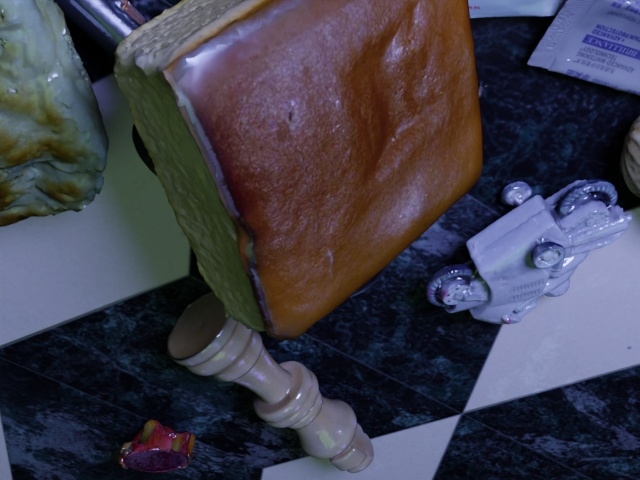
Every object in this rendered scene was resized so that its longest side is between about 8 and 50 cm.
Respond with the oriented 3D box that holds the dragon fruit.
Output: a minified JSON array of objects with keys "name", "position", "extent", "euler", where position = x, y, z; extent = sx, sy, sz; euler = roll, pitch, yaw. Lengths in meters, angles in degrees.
[{"name":"dragon fruit","position":[-0.271,0.339,1.304],"extent":[0.126,0.068,0.112],"euler":[6,143,-19]}]

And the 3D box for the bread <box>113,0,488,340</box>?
[{"name":"bread","position":[0.009,-0.114,0.736],"extent":[0.143,0.333,0.323],"euler":[27,148,39]}]

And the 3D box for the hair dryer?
[{"name":"hair dryer","position":[-0.192,-0.223,0.797],"extent":[0.189,0.107,0.352],"euler":[-37,114,27]}]

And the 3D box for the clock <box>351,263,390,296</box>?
[{"name":"clock","position":[0.000,0.000,1.009],"extent":[0.185,0.040,0.184],"euler":[2,130,2]}]

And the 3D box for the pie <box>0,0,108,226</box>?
[{"name":"pie","position":[-0.405,-0.150,0.793],"extent":[0.418,0.180,0.395],"euler":[-12,132,23]}]

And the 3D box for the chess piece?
[{"name":"chess piece","position":[-0.051,0.232,1.170],"extent":[0.117,0.117,0.397],"euler":[-27,126,24]}]

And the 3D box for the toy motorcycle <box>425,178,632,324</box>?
[{"name":"toy motorcycle","position":[0.263,0.024,0.983],"extent":[0.260,0.110,0.171],"euler":[-35,137,20]}]

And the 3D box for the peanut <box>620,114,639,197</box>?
[{"name":"peanut","position":[0.403,-0.068,0.898],"extent":[0.093,0.083,0.194],"euler":[-26,125,24]}]

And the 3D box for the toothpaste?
[{"name":"toothpaste","position":[0.366,-0.185,0.810],"extent":[0.282,0.068,0.099],"euler":[13,116,-9]}]

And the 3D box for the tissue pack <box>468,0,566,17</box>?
[{"name":"tissue pack","position":[0.203,-0.273,0.769],"extent":[0.193,0.026,0.122],"euler":[-1,130,4]}]
